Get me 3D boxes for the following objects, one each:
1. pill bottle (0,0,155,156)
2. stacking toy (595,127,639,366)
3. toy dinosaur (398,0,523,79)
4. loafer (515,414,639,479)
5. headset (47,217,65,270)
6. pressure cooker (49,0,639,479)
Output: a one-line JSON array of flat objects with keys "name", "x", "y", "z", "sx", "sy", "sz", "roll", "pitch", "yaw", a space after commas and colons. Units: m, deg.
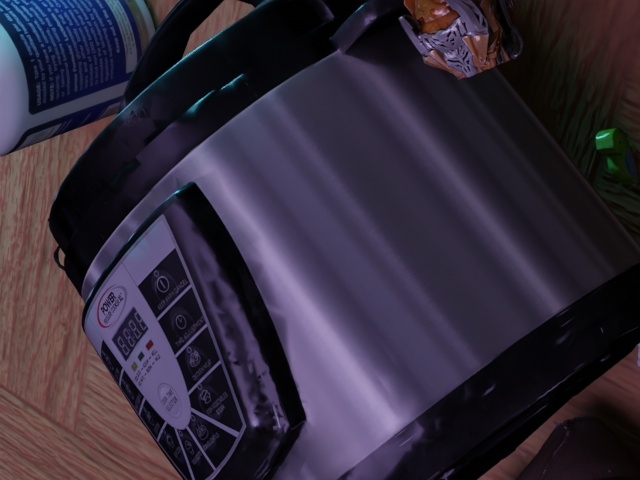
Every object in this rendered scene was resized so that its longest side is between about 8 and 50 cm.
[{"name": "pill bottle", "x": -0.288, "y": -0.161, "z": 1.596, "sx": 0.153, "sy": 0.264, "sz": 0.153, "roll": 15, "pitch": 117, "yaw": 33}, {"name": "stacking toy", "x": 0.197, "y": 0.019, "z": 1.429, "sx": 0.167, "sy": 0.052, "sz": 0.221, "roll": -6, "pitch": 104, "yaw": 40}, {"name": "toy dinosaur", "x": 0.071, "y": -0.270, "z": 1.097, "sx": 0.164, "sy": 0.218, "sz": 0.322, "roll": 6, "pitch": 109, "yaw": 37}, {"name": "loafer", "x": 0.186, "y": 0.279, "z": 1.521, "sx": 0.366, "sy": 0.134, "sz": 0.130, "roll": 125, "pitch": 150, "yaw": -43}, {"name": "headset", "x": -0.077, "y": 0.056, "z": 1.637, "sx": 0.394, "sy": 0.185, "sz": 0.243, "roll": 29, "pitch": 121, "yaw": 8}, {"name": "pressure cooker", "x": 0.003, "y": -0.001, "z": 1.312, "sx": 0.370, "sy": 0.375, "sz": 0.420, "roll": -37, "pitch": 79, "yaw": 4}]
